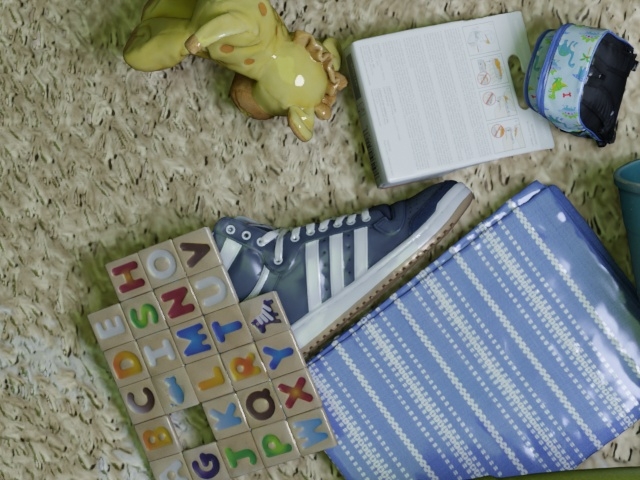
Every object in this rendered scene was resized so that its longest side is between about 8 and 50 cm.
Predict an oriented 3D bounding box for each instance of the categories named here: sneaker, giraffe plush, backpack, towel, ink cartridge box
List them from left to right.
[{"bbox_3d":[-0.058,-0.186,1.819,0.170,0.210,0.181,44,73,-27],"label":"giraffe plush"},{"bbox_3d":[0.000,0.000,1.818,0.282,0.099,0.153,-40,85,4],"label":"sneaker"},{"bbox_3d":[0.124,-0.139,1.852,0.179,0.045,0.145,-12,85,-18],"label":"ink cartridge box"},{"bbox_3d":[0.159,0.131,1.831,0.336,0.040,0.243,-38,85,3],"label":"towel"},{"bbox_3d":[0.241,-0.154,1.802,0.084,0.114,0.105,16,88,24],"label":"backpack"}]

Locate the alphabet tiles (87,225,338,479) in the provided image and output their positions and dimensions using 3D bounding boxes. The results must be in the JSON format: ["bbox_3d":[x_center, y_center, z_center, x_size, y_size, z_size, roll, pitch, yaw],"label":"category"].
[{"bbox_3d":[-0.112,0.113,1.807,0.198,0.009,0.237,-20,96,24],"label":"alphabet tiles"}]

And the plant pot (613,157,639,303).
[{"bbox_3d":[0.413,0.051,1.712,0.271,0.271,0.255,-6,100,4],"label":"plant pot"}]

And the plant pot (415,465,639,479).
[{"bbox_3d":[0.294,0.345,1.640,0.353,0.366,0.367,-14,85,1],"label":"plant pot"}]
